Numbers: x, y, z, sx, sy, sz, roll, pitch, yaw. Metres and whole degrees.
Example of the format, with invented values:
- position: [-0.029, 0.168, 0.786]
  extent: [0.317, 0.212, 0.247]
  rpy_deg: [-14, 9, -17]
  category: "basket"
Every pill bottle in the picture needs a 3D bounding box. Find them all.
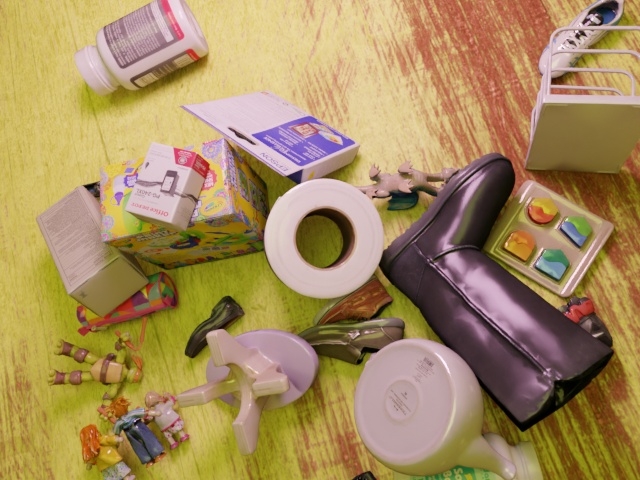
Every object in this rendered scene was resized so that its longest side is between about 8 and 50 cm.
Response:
- position: [0.278, 0.450, 1.070]
  extent: [0.264, 0.146, 0.146]
  rpy_deg: [-14, 72, 10]
  category: "pill bottle"
- position: [-0.477, -0.510, 1.497]
  extent: [0.319, 0.176, 0.176]
  rpy_deg: [-24, 71, 6]
  category: "pill bottle"

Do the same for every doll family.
- position: [-0.429, 0.435, 1.238]
  extent: [0.263, 0.118, 0.163]
  rpy_deg: [-36, 87, 0]
  category: "doll family"

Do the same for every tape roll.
- position: [0.000, 0.000, 1.206]
  extent: [0.246, 0.169, 0.245]
  rpy_deg: [0, 88, -7]
  category: "tape roll"

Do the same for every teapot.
- position: [0.196, 0.307, 1.034]
  extent: [0.253, 0.187, 0.255]
  rpy_deg: [-22, 55, 35]
  category: "teapot"

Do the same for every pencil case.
- position: [-0.466, 0.153, 1.354]
  extent: [0.237, 0.104, 0.104]
  rpy_deg: [-20, 71, 7]
  category: "pencil case"

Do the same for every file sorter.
- position: [0.537, -0.274, 1.141]
  extent: [0.193, 0.277, 0.172]
  rpy_deg: [6, 72, 15]
  category: "file sorter"

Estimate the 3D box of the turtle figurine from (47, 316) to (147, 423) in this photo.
- position: [-0.511, 0.291, 1.326]
  extent: [0.218, 0.087, 0.269]
  rpy_deg: [12, 95, -6]
  category: "turtle figurine"

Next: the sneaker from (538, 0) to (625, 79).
- position: [0.589, -0.466, 1.279]
  extent: [0.237, 0.086, 0.085]
  rpy_deg: [-44, 72, 0]
  category: "sneaker"

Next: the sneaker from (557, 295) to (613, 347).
- position: [0.454, 0.236, 1.111]
  extent: [0.276, 0.097, 0.135]
  rpy_deg: [-37, 68, 0]
  category: "sneaker"

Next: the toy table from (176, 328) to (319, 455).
- position: [-0.154, 0.294, 1.171]
  extent: [0.274, 0.161, 0.252]
  rpy_deg: [-28, 86, 23]
  category: "toy table"

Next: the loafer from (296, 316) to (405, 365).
- position: [0.060, 0.224, 1.211]
  extent: [0.251, 0.094, 0.087]
  rpy_deg: [-10, 69, 10]
  category: "loafer"

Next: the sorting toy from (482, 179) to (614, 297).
- position: [0.484, -0.009, 1.203]
  extent: [0.208, 0.038, 0.193]
  rpy_deg: [33, 85, 19]
  category: "sorting toy"

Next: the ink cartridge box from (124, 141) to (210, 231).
- position: [-0.300, -0.104, 1.107]
  extent: [0.109, 0.063, 0.150]
  rpy_deg: [15, 79, 17]
  category: "ink cartridge box"

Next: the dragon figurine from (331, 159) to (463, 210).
- position: [0.175, -0.119, 1.282]
  extent: [0.289, 0.144, 0.085]
  rpy_deg: [-9, 74, 31]
  category: "dragon figurine"

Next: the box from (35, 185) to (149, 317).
- position: [-0.548, 0.020, 1.342]
  extent: [0.148, 0.121, 0.311]
  rpy_deg: [-37, 51, -7]
  category: "box"

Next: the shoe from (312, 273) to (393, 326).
- position: [0.073, 0.155, 1.243]
  extent: [0.178, 0.063, 0.081]
  rpy_deg: [-37, 65, -3]
  category: "shoe"

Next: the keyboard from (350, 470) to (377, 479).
- position: [0.134, 0.555, 1.134]
  extent: [0.100, 0.038, 0.192]
  rpy_deg: [-40, 71, 0]
  category: "keyboard"

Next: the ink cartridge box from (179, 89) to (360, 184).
- position: [-0.112, -0.237, 1.289]
  extent: [0.304, 0.307, 0.072]
  rpy_deg: [35, 128, 19]
  category: "ink cartridge box"

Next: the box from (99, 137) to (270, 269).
- position: [-0.291, -0.068, 1.277]
  extent: [0.290, 0.279, 0.176]
  rpy_deg: [-11, 73, 10]
  category: "box"

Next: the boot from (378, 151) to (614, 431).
- position: [0.364, 0.076, 1.076]
  extent: [0.367, 0.146, 0.445]
  rpy_deg: [-48, 46, 9]
  category: "boot"

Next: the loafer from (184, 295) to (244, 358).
- position: [-0.247, 0.210, 1.308]
  extent: [0.061, 0.062, 0.170]
  rpy_deg: [37, 87, 15]
  category: "loafer"

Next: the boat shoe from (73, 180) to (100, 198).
- position: [-0.584, -0.135, 1.492]
  extent: [0.142, 0.040, 0.049]
  rpy_deg: [-13, 72, 10]
  category: "boat shoe"
